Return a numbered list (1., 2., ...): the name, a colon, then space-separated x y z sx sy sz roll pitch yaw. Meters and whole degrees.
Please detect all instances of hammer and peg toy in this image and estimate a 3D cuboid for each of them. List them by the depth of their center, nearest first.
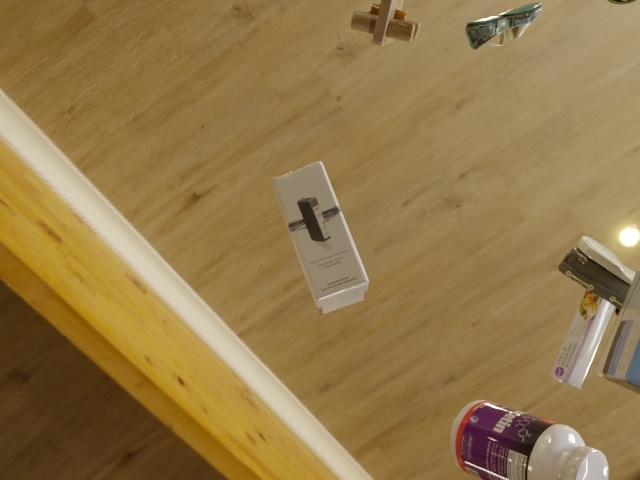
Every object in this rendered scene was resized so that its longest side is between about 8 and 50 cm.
1. hammer and peg toy: 0.164 -0.574 1.217 0.128 0.266 0.361 15 -67 7

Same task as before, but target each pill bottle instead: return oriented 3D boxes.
1. pill bottle: 0.463 0.483 1.389 0.182 0.323 0.181 -2 -87 -35

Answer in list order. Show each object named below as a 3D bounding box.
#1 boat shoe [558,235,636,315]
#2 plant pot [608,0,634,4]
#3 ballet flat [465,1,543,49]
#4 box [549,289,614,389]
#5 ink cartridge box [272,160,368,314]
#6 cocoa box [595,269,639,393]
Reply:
1. boat shoe: 0.638 0.118 1.272 0.305 0.109 0.091 40 -64 8
2. plant pot: 0.544 -0.454 1.094 0.083 0.079 0.083 4 -81 29
3. ballet flat: 0.376 -0.435 1.260 0.189 0.070 0.070 -21 -63 -17
4. box: 0.724 0.239 1.672 0.067 0.063 0.323 26 -94 -28
5. ink cartridge box: 0.000 0.000 1.296 0.114 0.197 0.272 -19 -106 -3
6. cocoa box: 0.702 0.203 1.047 0.347 0.228 0.231 22 -94 14
